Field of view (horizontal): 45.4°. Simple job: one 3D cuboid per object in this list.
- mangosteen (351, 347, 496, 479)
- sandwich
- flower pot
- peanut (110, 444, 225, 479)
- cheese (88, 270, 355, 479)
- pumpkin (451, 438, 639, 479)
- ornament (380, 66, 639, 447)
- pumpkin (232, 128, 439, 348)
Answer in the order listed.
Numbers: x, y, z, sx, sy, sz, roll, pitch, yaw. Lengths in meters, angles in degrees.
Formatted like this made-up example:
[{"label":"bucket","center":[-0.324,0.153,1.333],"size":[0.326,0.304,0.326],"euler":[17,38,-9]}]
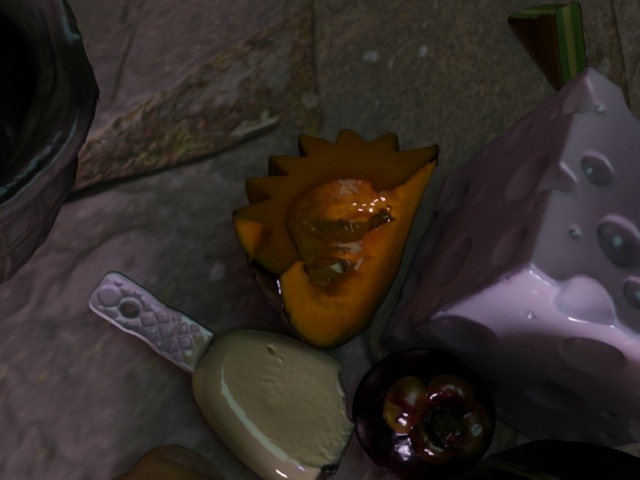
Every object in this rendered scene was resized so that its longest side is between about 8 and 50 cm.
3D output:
[{"label":"mangosteen","center":[0.096,0.156,0.675],"size":[0.140,0.140,0.140],"euler":[11,63,-22]},{"label":"sandwich","center":[0.314,-0.261,1.052],"size":[0.074,0.074,0.116],"euler":[-29,115,-34]},{"label":"flower pot","center":[-0.318,-0.079,0.529],"size":[0.302,0.213,0.302],"euler":[11,63,-23]},{"label":"peanut","center":[-0.109,0.280,0.540],"size":[0.117,0.101,0.263],"euler":[-8,72,-3]},{"label":"cheese","center":[-0.081,0.107,0.659],"size":[0.255,0.050,0.127],"euler":[36,57,-8]},{"label":"pumpkin","center":[0.199,0.318,0.587],"size":[0.323,0.241,0.323],"euler":[8,71,-23]},{"label":"ornament","center":[0.246,0.034,0.742],"size":[0.240,0.239,0.239],"euler":[33,57,-10]},{"label":"pumpkin","center":[0.000,0.000,0.738],"size":[0.130,0.149,0.254],"euler":[21,43,30]}]
